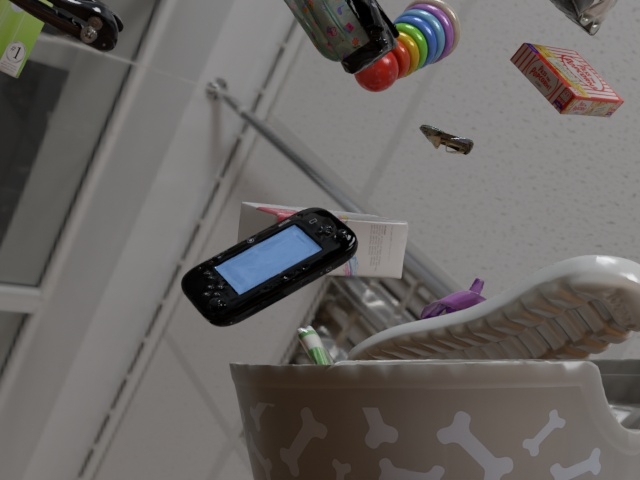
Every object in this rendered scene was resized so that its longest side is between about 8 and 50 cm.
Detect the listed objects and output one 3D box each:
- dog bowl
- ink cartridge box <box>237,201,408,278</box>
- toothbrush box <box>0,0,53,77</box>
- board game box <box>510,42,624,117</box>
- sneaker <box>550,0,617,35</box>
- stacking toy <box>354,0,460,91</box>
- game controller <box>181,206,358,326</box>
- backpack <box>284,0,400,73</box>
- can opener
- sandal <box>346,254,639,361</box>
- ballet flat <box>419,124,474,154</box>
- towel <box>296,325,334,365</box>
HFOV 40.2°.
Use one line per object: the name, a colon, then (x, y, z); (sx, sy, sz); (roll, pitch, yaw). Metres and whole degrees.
dog bowl: (0.098, 0.148, 0.716); (0.348, 0.348, 0.102); (-9, -102, 46)
ink cartridge box: (0.000, 0.000, 1.871); (0.226, 0.306, 0.131); (-163, -100, -65)
toothbrush box: (-0.479, -0.408, 1.237); (0.122, 0.206, 0.283); (27, -89, 38)
board game box: (0.454, -0.292, 1.607); (0.147, 0.193, 0.045); (55, -53, 24)
sneaker: (0.479, -0.478, 1.585); (0.122, 0.330, 0.146); (46, -68, 16)
stacking toy: (0.172, -0.393, 1.806); (0.141, 0.330, 0.141); (15, -55, 23)
game controller: (-0.092, 0.042, 1.588); (0.166, 0.319, 0.067); (46, -25, 37)
backpack: (0.030, -0.348, 1.343); (0.115, 0.152, 0.182); (-34, -84, 16)
can opener: (-0.335, -0.293, 1.090); (0.059, 0.186, 0.073); (-62, -153, 13)
sandal: (0.204, 0.096, 1.019); (0.416, 0.169, 0.102); (-25, -139, 44)
ballet flat: (0.248, -0.198, 1.749); (0.114, 0.041, 0.041); (19, -82, 4)
towel: (0.040, 0.323, 1.545); (0.038, 0.248, 0.325); (-21, -112, 0)
